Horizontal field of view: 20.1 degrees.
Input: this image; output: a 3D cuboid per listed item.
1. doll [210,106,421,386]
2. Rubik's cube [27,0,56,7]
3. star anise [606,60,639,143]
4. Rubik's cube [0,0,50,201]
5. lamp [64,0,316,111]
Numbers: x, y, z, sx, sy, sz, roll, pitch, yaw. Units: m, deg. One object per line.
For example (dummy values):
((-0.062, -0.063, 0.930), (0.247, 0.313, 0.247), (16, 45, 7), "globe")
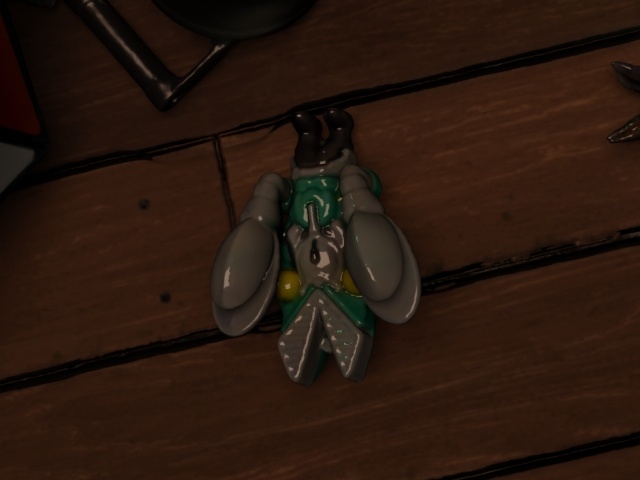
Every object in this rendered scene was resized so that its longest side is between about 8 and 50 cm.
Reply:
((-0.017, 0.009, 1.709), (0.195, 0.153, 0.258), (-34, 66, 16), "doll")
((-0.341, -0.400, 1.696), (0.256, 0.259, 0.253), (19, 84, 6), "Rubik's cube")
((0.356, -0.124, 1.707), (0.204, 0.061, 0.181), (39, 87, 4), "star anise")
((-0.429, -0.127, 1.643), (0.246, 0.250, 0.248), (15, 46, 29), "Rubik's cube")
((-0.084, -0.313, 1.665), (0.374, 0.272, 0.205), (-41, 82, 4), "lamp")
